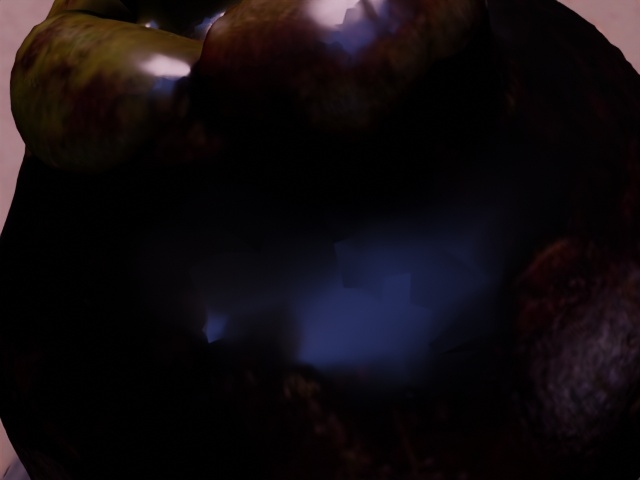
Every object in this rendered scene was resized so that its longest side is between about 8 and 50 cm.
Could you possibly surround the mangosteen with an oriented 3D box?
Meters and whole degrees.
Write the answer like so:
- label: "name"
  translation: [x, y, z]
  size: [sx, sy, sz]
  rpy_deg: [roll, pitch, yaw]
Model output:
- label: "mangosteen"
  translation: [0.013, 0.003, 0.624]
  size: [0.297, 0.313, 0.297]
  rpy_deg: [7, 52, -10]
